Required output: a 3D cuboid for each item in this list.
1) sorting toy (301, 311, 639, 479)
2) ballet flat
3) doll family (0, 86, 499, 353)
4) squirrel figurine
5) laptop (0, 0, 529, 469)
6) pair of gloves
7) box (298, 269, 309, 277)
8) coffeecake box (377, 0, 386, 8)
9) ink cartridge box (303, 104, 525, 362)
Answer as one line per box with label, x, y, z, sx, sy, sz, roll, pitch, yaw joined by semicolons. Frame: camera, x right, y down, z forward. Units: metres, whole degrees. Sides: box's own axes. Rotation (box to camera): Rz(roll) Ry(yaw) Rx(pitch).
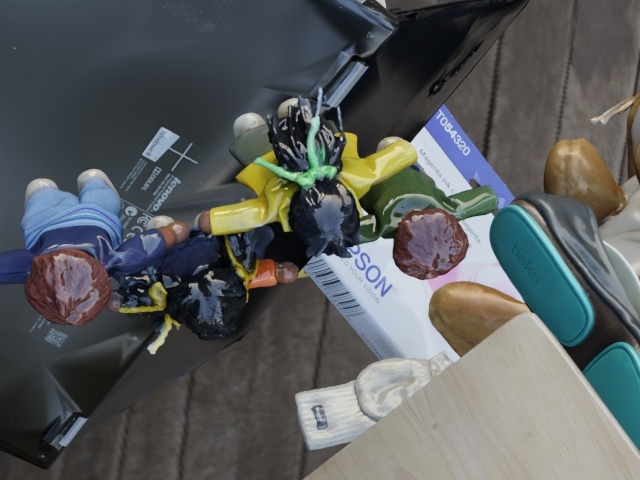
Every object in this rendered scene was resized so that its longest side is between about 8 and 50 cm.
sorting toy;0.089;0.217;0.634;0.255;0.089;0.257;-39;51;9
ballet flat;0.221;0.078;0.894;0.095;0.096;0.280;-54;49;50
doll family;-0.033;-0.005;0.442;0.193;0.111;0.076;-23;116;-2
squirrel figurine;0.368;0.035;1.182;0.281;0.370;0.397;-20;120;47
laptop;-0.118;-0.070;0.767;0.408;0.236;0.382;28;119;-21
pair of gloves;0.098;0.238;1.328;0.204;0.042;0.240;-21;53;-8
box;0.000;0.000;1.591;0.232;0.058;0.087;-8;77;-1
coffeecake box;0.040;-0.257;1.524;0.068;0.185;0.142;1;43;16
ink cartridge box;0.167;0.023;1.532;0.324;0.071;0.330;50;61;-14
